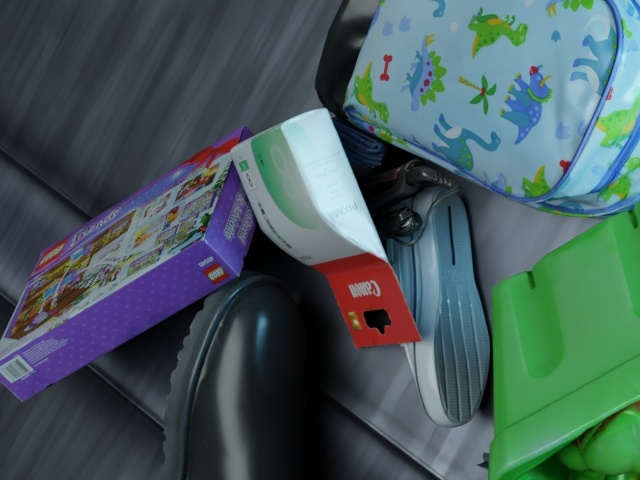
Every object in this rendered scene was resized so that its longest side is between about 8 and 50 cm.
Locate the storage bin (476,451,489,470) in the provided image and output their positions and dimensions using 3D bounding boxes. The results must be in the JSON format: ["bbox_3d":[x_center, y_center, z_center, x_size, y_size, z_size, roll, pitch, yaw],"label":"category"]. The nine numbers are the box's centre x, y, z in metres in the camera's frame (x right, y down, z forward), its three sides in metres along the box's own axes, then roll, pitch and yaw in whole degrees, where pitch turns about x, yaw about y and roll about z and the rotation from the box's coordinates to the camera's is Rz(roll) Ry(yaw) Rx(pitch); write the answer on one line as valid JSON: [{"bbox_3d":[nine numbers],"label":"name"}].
[{"bbox_3d":[0.215,0.180,1.608,0.135,0.098,0.091,18,85,34],"label":"storage bin"}]

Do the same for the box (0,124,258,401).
[{"bbox_3d":[-0.185,0.023,1.834,0.293,0.057,0.201,-30,26,28],"label":"box"}]

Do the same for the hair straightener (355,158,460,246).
[{"bbox_3d":[0.059,-0.021,1.704,0.230,0.047,0.089,-11,82,58],"label":"hair straightener"}]

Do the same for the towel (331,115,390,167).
[{"bbox_3d":[0.030,-0.091,1.715,0.067,0.119,0.029,27,98,1],"label":"towel"}]

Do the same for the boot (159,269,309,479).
[{"bbox_3d":[0.054,0.260,1.663,0.445,0.146,0.367,20,103,37],"label":"boot"}]

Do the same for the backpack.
[{"bbox_3d":[0.184,-0.156,1.583,0.355,0.273,0.290,33,105,19],"label":"backpack"}]

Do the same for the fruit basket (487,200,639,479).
[{"bbox_3d":[0.300,0.194,1.380,0.283,0.392,0.392,-33,68,27],"label":"fruit basket"}]

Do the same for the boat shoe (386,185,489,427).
[{"bbox_3d":[0.102,0.065,1.708,0.075,0.083,0.226,-18,64,43],"label":"boat shoe"}]

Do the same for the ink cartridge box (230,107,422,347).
[{"bbox_3d":[0.000,0.000,1.689,0.225,0.056,0.181,70,162,-2],"label":"ink cartridge box"}]
